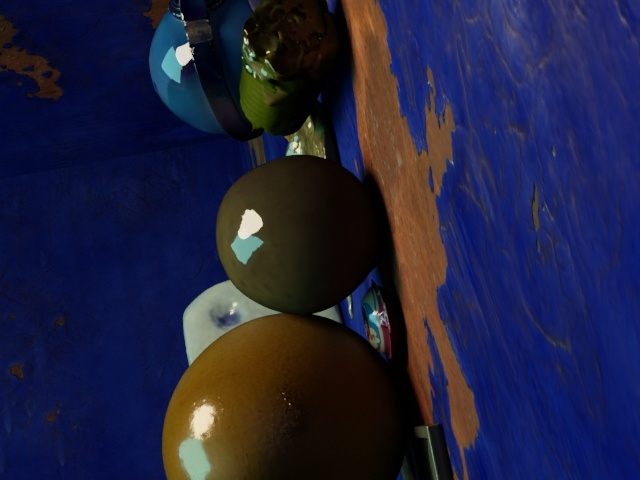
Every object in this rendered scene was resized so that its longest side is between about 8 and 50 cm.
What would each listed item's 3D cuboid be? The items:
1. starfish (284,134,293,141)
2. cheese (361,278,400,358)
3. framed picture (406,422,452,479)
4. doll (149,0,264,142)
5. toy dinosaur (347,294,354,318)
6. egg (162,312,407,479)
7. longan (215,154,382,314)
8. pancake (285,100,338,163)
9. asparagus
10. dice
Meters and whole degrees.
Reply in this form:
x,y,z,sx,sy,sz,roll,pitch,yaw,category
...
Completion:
x,y,z,sx,sy,sz,roll,pitch,yaw,category
-0.101,-0.340,2.219,0.347,0.078,0.358,128,131,-79,starfish
0.068,0.094,1.457,0.145,0.038,0.095,125,135,-81,cheese
0.136,0.331,1.342,0.192,0.018,0.266,105,154,-80,framed picture
-0.143,-0.308,1.902,0.284,0.240,0.310,62,-164,-54,doll
0.000,0.000,1.673,0.167,0.053,0.242,-43,64,63,toy dinosaur
-0.041,0.229,1.473,0.351,0.282,0.283,-11,-89,-70,egg
-0.025,-0.007,1.451,0.220,0.196,0.197,179,81,-81,longan
-0.001,-0.090,1.788,0.242,0.050,0.242,173,90,-73,pancake
-0.048,-0.205,1.571,0.108,0.128,0.382,38,168,1,asparagus
-0.086,0.228,2.110,0.268,0.264,0.263,86,172,-53,dice
